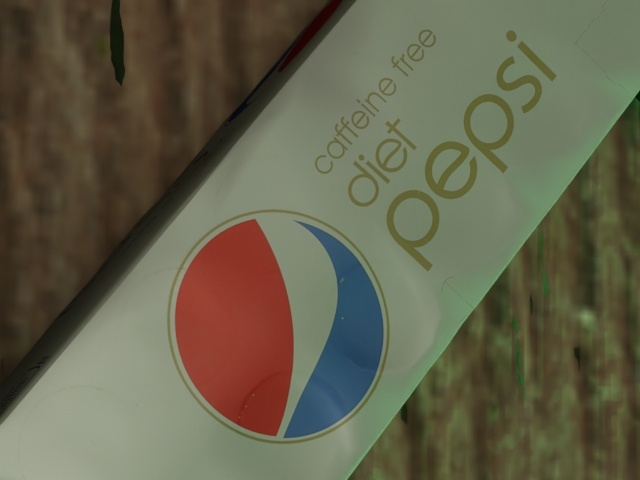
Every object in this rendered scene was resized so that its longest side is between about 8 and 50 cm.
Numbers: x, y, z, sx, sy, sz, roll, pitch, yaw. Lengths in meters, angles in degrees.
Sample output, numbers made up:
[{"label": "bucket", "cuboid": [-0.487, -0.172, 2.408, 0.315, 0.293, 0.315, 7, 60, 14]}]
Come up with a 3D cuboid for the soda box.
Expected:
[{"label": "soda box", "cuboid": [0.000, 0.000, 0.487, 0.074, 0.069, 0.216, 42, 68, -8]}]

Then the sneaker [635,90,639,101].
[{"label": "sneaker", "cuboid": [0.115, -0.168, 0.538, 0.139, 0.125, 0.341, -25, 90, -27]}]
